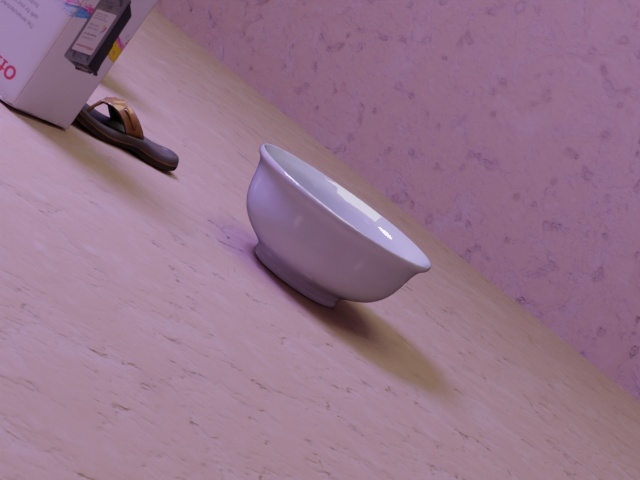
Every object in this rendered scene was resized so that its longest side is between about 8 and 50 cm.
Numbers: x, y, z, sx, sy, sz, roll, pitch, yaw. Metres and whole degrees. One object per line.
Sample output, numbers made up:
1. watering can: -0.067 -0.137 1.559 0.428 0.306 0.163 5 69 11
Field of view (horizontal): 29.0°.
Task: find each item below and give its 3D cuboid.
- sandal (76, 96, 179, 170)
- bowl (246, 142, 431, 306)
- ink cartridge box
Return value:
1. sandal: -0.283 -0.169 1.796 0.219 0.060 0.090 30 11 -36
2. bowl: 0.000 0.000 1.753 0.298 0.134 0.298 36 9 -6
3. ink cartridge box: -0.348 -0.339 1.640 0.226 0.306 0.131 41 9 28
